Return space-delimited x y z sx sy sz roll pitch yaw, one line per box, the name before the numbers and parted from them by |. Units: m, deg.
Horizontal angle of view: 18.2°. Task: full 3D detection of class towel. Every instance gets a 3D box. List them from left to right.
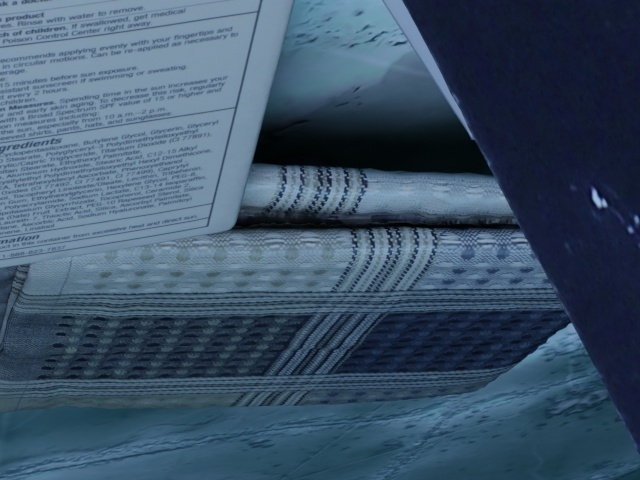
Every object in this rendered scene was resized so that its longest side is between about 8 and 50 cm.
towel | -0.017 0.029 1.054 0.324 0.056 0.312 -1 163 -15

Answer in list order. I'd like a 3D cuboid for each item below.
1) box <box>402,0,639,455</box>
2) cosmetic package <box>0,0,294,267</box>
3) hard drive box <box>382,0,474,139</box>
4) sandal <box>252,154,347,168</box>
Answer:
box | 0.160 -0.135 0.457 0.312 0.343 0.179 -13 162 -43
cosmetic package | -0.099 -0.106 0.736 0.160 0.113 0.309 -9 155 -15
hard drive box | 0.105 -0.149 0.793 0.181 0.089 0.232 -20 156 12
sandal | -0.001 0.000 1.115 0.097 0.054 0.254 -9 161 11
